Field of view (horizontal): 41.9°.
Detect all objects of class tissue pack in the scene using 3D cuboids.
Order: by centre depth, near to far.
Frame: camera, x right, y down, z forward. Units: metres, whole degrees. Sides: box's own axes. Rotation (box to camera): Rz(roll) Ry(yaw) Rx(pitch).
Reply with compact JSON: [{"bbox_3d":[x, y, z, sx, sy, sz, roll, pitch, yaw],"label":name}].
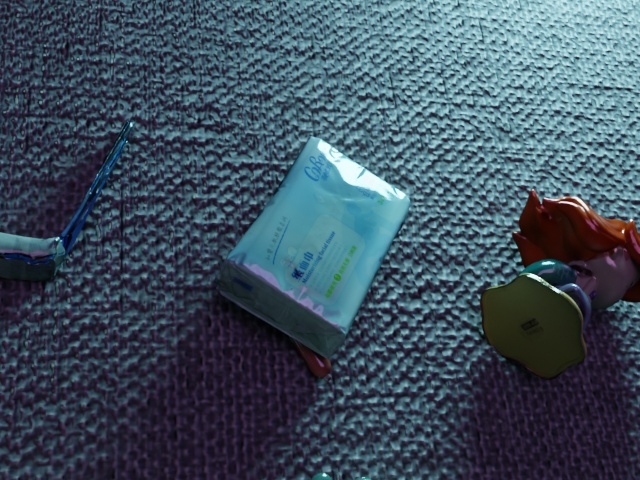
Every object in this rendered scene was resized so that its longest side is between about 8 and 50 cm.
[{"bbox_3d":[0.000,0.000,1.094,0.177,0.089,0.263,32,48,-1],"label":"tissue pack"}]

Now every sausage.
[{"bbox_3d":[-0.048,0.088,1.086,0.029,0.029,0.223,-25,71,-27],"label":"sausage"}]

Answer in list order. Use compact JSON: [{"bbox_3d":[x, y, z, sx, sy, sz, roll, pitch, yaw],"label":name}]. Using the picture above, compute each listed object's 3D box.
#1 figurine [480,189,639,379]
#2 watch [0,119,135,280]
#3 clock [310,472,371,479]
[{"bbox_3d":[0.348,0.042,1.154,0.208,0.181,0.257,26,44,33],"label":"figurine"},{"bbox_3d":[-0.410,-0.095,1.057,0.276,0.068,0.274,19,58,-5],"label":"watch"},{"bbox_3d":[0.061,0.347,0.956,0.188,0.060,0.148,18,58,-6],"label":"clock"}]
